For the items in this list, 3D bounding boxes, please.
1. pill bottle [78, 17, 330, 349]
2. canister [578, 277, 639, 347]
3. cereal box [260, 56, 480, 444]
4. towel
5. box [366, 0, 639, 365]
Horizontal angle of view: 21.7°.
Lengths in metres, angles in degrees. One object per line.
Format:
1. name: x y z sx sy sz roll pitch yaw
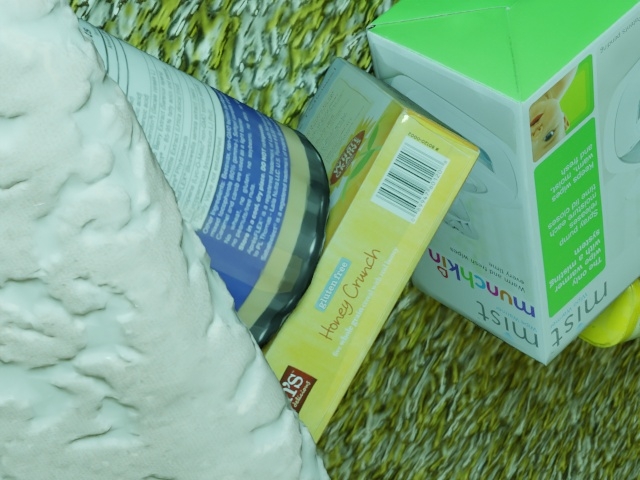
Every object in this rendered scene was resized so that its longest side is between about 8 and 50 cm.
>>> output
1. pill bottle: -0.114 -0.033 0.721 0.219 0.123 0.123 25 97 -32
2. canister: 0.229 0.015 1.213 0.170 0.126 0.073 -13 127 -43
3. cereal box: 0.000 0.000 0.858 0.047 0.240 0.173 27 98 -11
4. towel: -0.188 0.061 0.647 0.317 0.053 0.332 -19 136 6
5. box: 0.170 -0.096 1.056 0.262 0.126 0.231 -40 140 -25
